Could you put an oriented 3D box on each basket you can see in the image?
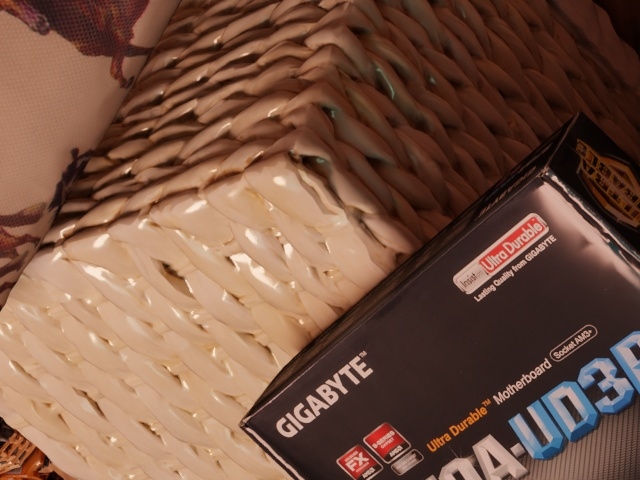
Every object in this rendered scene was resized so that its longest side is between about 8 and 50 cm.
[{"bbox_3d":[0.000,0.000,0.929,0.328,0.266,0.331,-19,127,37],"label":"basket"}]

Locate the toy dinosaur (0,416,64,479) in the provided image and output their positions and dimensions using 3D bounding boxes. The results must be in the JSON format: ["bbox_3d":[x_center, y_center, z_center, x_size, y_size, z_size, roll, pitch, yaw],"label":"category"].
[{"bbox_3d":[-0.230,0.048,1.103,0.164,0.218,0.322,12,141,8],"label":"toy dinosaur"}]

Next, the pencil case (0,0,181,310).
[{"bbox_3d":[-0.143,-0.146,0.740,0.183,0.160,0.410,30,96,-13],"label":"pencil case"}]

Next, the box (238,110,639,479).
[{"bbox_3d":[0.094,0.075,0.700,0.175,0.051,0.220,44,131,-4],"label":"box"}]
